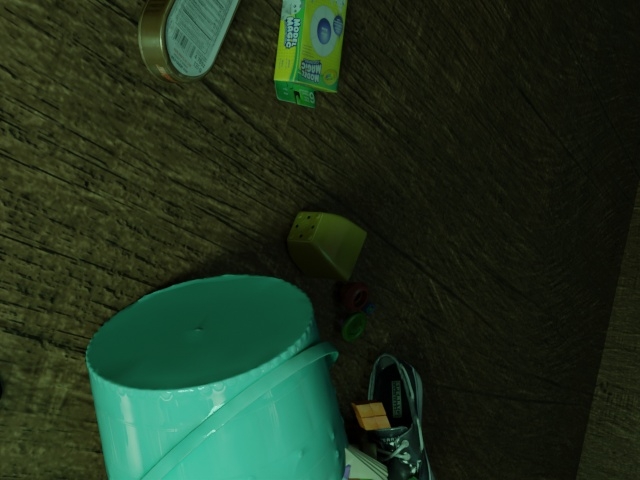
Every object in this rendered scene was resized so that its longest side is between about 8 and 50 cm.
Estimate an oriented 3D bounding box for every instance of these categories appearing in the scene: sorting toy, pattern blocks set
[{"bbox_3d":[0.049,0.105,1.412,0.061,0.042,0.102,-14,123,-40],"label":"sorting toy"},{"bbox_3d":[0.010,0.356,1.290,0.325,0.026,0.285,27,82,-32],"label":"pattern blocks set"}]

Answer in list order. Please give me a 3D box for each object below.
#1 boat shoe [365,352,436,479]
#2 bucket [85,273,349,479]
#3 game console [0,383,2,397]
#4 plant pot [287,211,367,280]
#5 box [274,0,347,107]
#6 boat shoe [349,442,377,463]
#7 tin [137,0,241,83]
[{"bbox_3d":[0.124,0.331,1.463,0.102,0.108,0.301,48,39,-56],"label":"boat shoe"},{"bbox_3d":[-0.109,0.170,0.959,0.281,0.281,0.183,-39,127,-48],"label":"bucket"},{"bbox_3d":[-0.345,0.126,0.793,0.107,0.071,0.122,-22,120,-21],"label":"game console"},{"bbox_3d":[0.000,0.000,1.262,0.083,0.082,0.081,41,63,-41],"label":"plant pot"},{"bbox_3d":[-0.012,-0.270,1.200,0.105,0.043,0.179,-1,101,-58],"label":"box"},{"bbox_3d":[0.037,0.463,1.418,0.113,0.103,0.302,-88,178,-82],"label":"boat shoe"},{"bbox_3d":[-0.139,-0.263,1.002,0.106,0.040,0.189,47,59,-58],"label":"tin"}]
